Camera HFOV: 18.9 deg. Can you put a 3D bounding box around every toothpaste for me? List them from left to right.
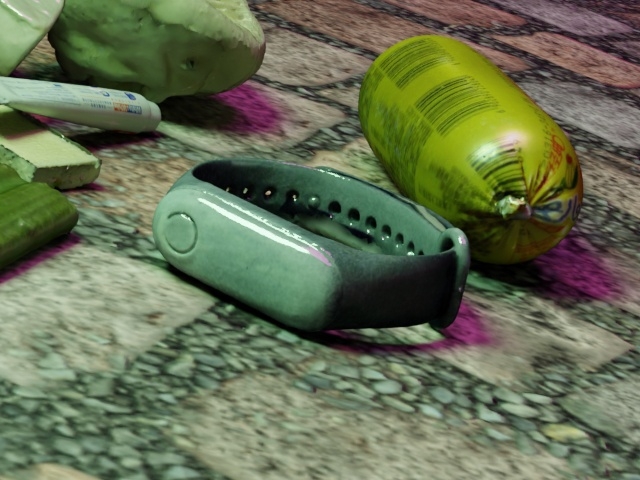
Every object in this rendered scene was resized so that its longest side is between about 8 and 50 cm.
[{"bbox_3d":[-0.188,-0.102,1.428,0.052,0.033,0.218,29,11,26],"label":"toothpaste"}]

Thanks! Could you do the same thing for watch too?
[{"bbox_3d":[0.000,0.000,1.269,0.206,0.068,0.193,22,19,27],"label":"watch"}]

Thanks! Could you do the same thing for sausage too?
[{"bbox_3d":[0.111,-0.076,1.494,0.123,0.123,0.347,10,19,-16],"label":"sausage"}]

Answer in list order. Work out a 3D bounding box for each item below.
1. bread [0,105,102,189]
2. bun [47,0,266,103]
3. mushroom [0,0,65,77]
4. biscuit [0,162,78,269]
[{"bbox_3d":[-0.229,-0.074,1.369,0.153,0.028,0.068,28,21,33],"label":"bread"},{"bbox_3d":[-0.155,-0.186,1.599,0.231,0.133,0.231,38,12,-10],"label":"bun"},{"bbox_3d":[-0.329,-0.205,1.536,0.350,0.128,0.128,22,19,32],"label":"mushroom"},{"bbox_3d":[-0.246,0.001,1.112,0.099,0.038,0.322,23,19,14],"label":"biscuit"}]
